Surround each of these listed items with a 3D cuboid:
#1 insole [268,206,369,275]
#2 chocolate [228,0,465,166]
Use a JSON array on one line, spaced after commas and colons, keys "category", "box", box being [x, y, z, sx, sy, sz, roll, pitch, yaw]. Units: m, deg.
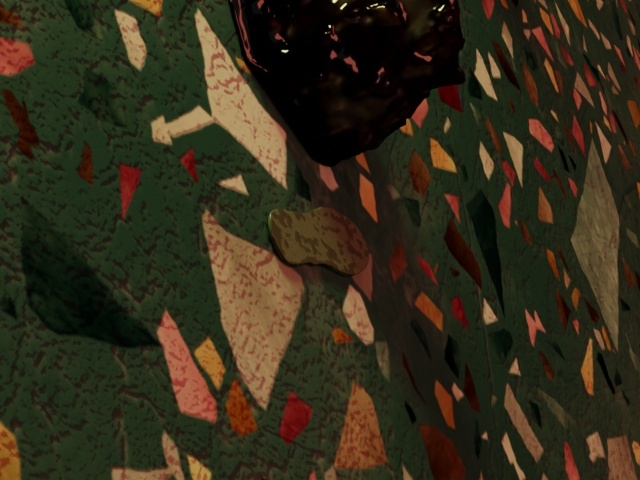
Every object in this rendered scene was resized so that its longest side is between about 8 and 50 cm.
[{"category": "insole", "box": [0.000, 0.000, 1.449, 0.193, 0.006, 0.065, 3, 68, -64]}, {"category": "chocolate", "box": [0.053, -0.203, 1.525, 0.224, 0.177, 0.206, 56, 26, -31]}]
